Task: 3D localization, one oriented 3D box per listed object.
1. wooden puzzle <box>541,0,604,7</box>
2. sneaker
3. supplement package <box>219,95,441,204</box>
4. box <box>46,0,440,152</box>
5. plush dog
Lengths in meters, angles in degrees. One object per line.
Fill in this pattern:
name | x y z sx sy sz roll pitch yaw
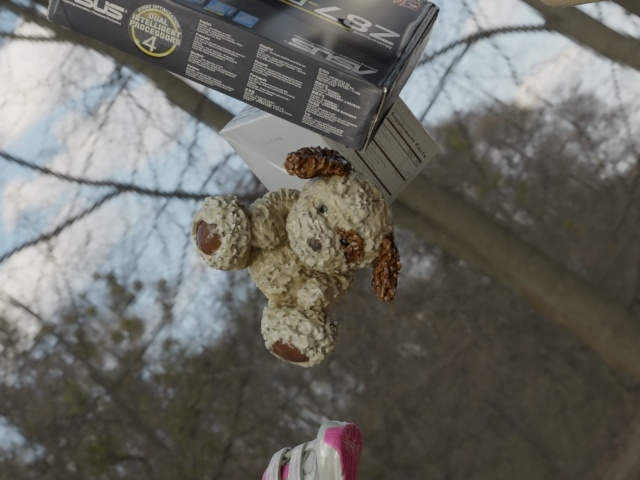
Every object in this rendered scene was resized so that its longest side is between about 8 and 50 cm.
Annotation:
wooden puzzle | 0.292 -0.353 1.252 0.044 0.221 0.238 -1 -86 -29
sneaker | -0.016 0.297 1.582 0.252 0.111 0.103 102 180 -51
supplement package | 0.010 -0.149 1.937 0.145 0.204 0.262 -47 17 -22
box | -0.079 -0.269 1.550 0.318 0.395 0.097 -58 -10 -58
plush dog | 0.000 0.000 1.701 0.225 0.262 0.210 -33 4 34
